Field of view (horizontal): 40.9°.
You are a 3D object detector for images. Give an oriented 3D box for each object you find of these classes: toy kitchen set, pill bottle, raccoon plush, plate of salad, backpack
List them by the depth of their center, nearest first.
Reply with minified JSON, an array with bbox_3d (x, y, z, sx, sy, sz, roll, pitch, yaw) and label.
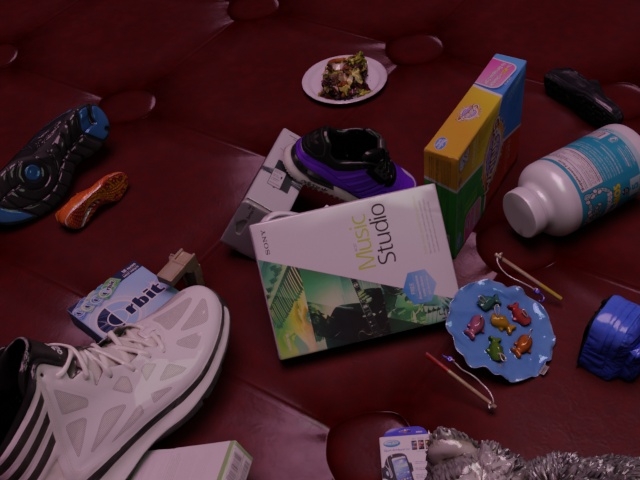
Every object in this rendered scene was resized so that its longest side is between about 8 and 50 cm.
[{"bbox_3d":[0.338,0.339,1.153,0.446,0.216,0.299,-7,27,-44],"label":"raccoon plush"},{"bbox_3d":[0.465,0.148,1.331,0.101,0.120,0.098,23,51,29],"label":"backpack"},{"bbox_3d":[-0.265,0.065,1.556,0.068,0.083,0.075,19,52,26],"label":"toy kitchen set"},{"bbox_3d":[0.465,-0.101,1.569,0.264,0.146,0.146,-27,47,-17],"label":"pill bottle"},{"bbox_3d":[0.055,-0.384,1.994,0.200,0.048,0.200,-4,44,4],"label":"plate of salad"}]

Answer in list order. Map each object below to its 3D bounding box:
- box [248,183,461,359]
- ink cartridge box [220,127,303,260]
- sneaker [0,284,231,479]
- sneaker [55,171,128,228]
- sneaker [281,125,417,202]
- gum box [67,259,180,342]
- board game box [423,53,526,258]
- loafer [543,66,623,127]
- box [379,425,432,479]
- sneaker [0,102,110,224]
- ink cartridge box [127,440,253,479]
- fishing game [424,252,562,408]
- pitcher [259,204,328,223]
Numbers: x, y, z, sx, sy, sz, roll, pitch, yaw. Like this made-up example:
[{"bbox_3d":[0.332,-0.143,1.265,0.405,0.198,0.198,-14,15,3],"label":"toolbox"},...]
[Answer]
[{"bbox_3d":[0.060,0.051,1.437,0.322,0.232,0.058,-13,1,-3],"label":"box"},{"bbox_3d":[-0.095,-0.086,1.625,0.087,0.153,0.208,30,50,-6],"label":"ink cartridge box"},{"bbox_3d":[-0.314,0.188,1.273,0.169,0.257,0.447,12,52,36],"label":"sneaker"},{"bbox_3d":[-0.470,-0.091,1.765,0.067,0.064,0.175,20,47,39],"label":"sneaker"},{"bbox_3d":[0.088,-0.138,1.586,0.293,0.146,0.102,14,57,-32],"label":"sneaker"},{"bbox_3d":[-0.331,0.131,1.529,0.184,0.041,0.157,29,55,31],"label":"gum box"},{"bbox_3d":[0.286,-0.159,1.588,0.064,0.242,0.316,19,51,24],"label":"board game box"},{"bbox_3d":[0.566,-0.310,1.818,0.078,0.076,0.223,-29,44,-10],"label":"loafer"},{"bbox_3d":[0.130,0.336,1.257,0.081,0.028,0.136,-5,42,4],"label":"box"},{"bbox_3d":[-0.593,-0.155,1.835,0.140,0.125,0.341,-3,39,47],"label":"sneaker"},{"bbox_3d":[-0.228,0.384,1.247,0.235,0.056,0.171,-15,38,30],"label":"ink cartridge box"},{"bbox_3d":[0.295,0.141,1.386,0.189,0.041,0.264,39,57,12],"label":"fishing game"},{"bbox_3d":[0.000,0.000,1.517,0.207,0.177,0.125,-30,24,-18],"label":"pitcher"}]
